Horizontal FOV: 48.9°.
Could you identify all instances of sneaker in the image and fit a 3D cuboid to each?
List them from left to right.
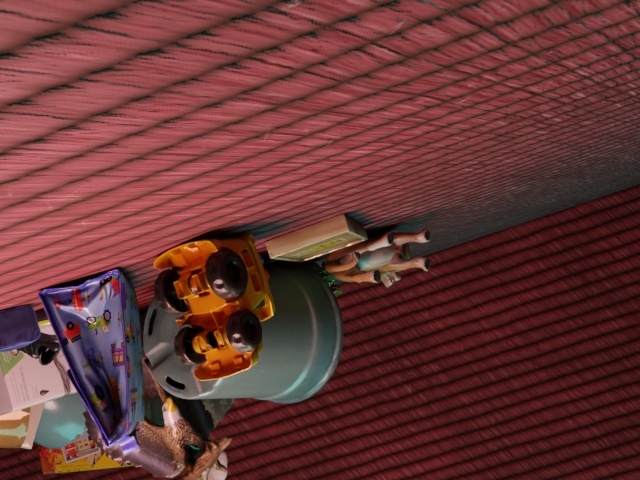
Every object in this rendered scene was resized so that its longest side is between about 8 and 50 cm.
[{"bbox_3d":[-0.562,0.201,1.369,0.234,0.097,0.084,-24,170,41],"label":"sneaker"}]

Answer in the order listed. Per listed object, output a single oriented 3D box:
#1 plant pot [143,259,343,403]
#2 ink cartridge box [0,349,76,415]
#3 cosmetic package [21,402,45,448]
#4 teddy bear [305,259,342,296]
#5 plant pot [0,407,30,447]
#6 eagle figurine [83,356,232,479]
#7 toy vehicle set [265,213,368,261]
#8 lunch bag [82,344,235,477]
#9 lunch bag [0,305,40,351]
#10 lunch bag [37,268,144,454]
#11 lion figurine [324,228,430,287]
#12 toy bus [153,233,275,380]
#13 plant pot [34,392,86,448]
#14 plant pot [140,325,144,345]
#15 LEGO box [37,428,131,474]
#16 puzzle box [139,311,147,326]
[{"bbox_3d":[-0.182,0.204,1.543,0.341,0.341,0.334,-22,164,30],"label":"plant pot"},{"bbox_3d":[-0.624,0.282,1.592,0.092,0.160,0.219,-24,171,42],"label":"ink cartridge box"},{"bbox_3d":[-0.894,0.455,1.847,0.296,0.129,0.153,19,158,-22],"label":"cosmetic package"},{"bbox_3d":[-0.080,0.109,1.934,0.337,0.113,0.245,-2,157,-40],"label":"teddy bear"},{"bbox_3d":[-0.826,0.366,1.622,0.254,0.237,0.237,6,160,-34],"label":"plant pot"},{"bbox_3d":[-0.324,0.397,1.501,0.298,0.225,0.226,27,-169,37],"label":"eagle figurine"},{"bbox_3d":[0.000,0.000,1.479,0.165,0.035,0.267,-19,173,10],"label":"toy vehicle set"},{"bbox_3d":[-0.386,0.376,1.691,0.212,0.256,0.305,-4,-141,51],"label":"lunch bag"},{"bbox_3d":[-0.539,0.156,1.206,0.098,0.067,0.065,-11,170,-37],"label":"lunch bag"},{"bbox_3d":[-0.358,0.218,1.213,0.138,0.293,0.221,-17,173,-12],"label":"lunch bag"},{"bbox_3d":[0.116,0.042,1.730,0.240,0.142,0.392,-6,173,39],"label":"lion figurine"},{"bbox_3d":[-0.149,0.100,1.191,0.149,0.220,0.211,-19,180,29],"label":"toy bus"},{"bbox_3d":[-0.823,0.449,2.086,0.290,0.290,0.195,-21,143,23],"label":"plant pot"},{"bbox_3d":[-0.487,0.304,1.840,0.187,0.205,0.205,-6,167,-36],"label":"plant pot"},{"bbox_3d":[-0.703,0.540,2.310,0.499,0.373,0.193,-15,175,27],"label":"LEGO box"},{"bbox_3d":[-0.458,0.243,2.138,0.272,0.052,0.408,-21,172,29],"label":"puzzle box"}]
